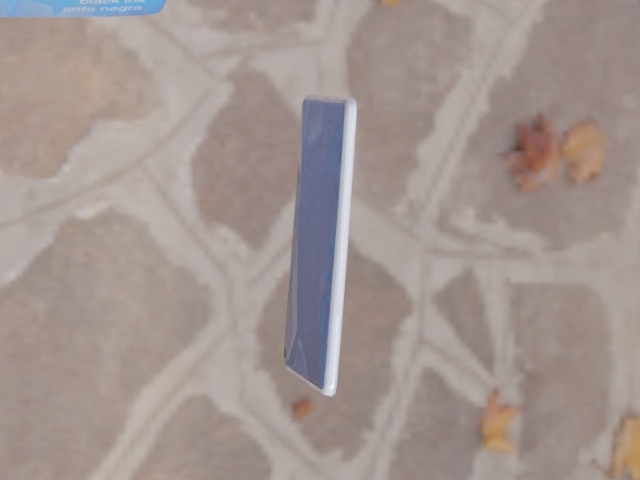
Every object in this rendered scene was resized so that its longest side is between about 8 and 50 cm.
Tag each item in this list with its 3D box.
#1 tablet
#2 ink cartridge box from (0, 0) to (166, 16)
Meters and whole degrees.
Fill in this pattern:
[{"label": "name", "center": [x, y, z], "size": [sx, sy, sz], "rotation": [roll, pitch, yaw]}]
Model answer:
[{"label": "tablet", "center": [0.000, 0.000, 0.565], "size": [0.006, 0.054, 0.083], "rotation": [4, 95, -15]}, {"label": "ink cartridge box", "center": [-0.071, -0.172, 0.574], "size": [0.085, 0.203, 0.148], "rotation": [-1, 73, -18]}]
